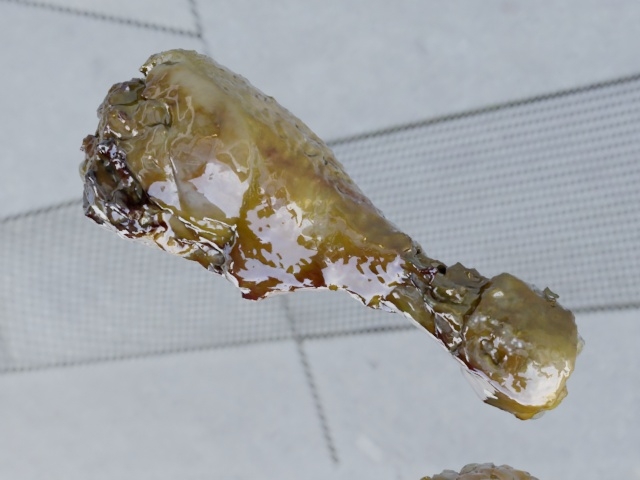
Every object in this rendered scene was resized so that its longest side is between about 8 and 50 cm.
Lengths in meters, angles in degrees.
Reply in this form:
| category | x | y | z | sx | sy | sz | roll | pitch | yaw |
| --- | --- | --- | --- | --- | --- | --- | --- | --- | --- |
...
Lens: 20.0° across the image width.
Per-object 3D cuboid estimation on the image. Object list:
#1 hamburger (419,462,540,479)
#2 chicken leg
| category | x | y | z | sx | sy | sz | roll | pitch | yaw |
| --- | --- | --- | --- | --- | --- | --- | --- | --- | --- |
| hamburger | 0.108 | 0.295 | 0.998 | 0.250 | 0.330 | 0.330 | 13 | 137 | 15 |
| chicken leg | 0.001 | -0.003 | 0.763 | 0.251 | 0.087 | 0.107 | 29 | -177 | 21 |
